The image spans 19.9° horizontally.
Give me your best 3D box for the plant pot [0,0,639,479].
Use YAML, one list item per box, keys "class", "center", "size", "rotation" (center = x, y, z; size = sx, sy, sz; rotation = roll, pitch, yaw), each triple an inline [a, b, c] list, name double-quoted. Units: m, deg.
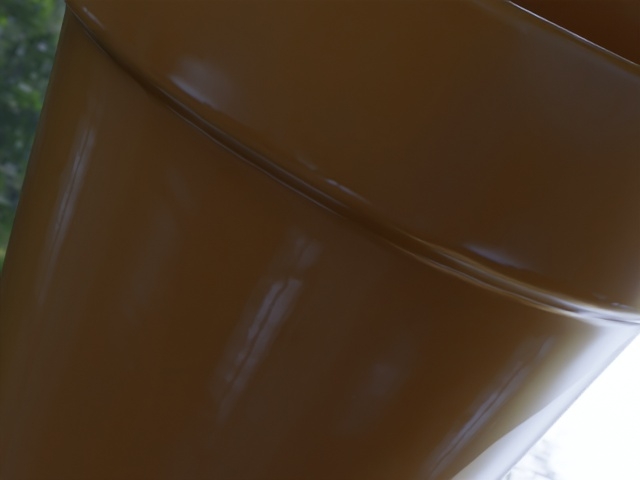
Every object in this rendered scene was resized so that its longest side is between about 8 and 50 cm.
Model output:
- class: "plant pot"
  center: [0.000, 0.000, 0.501]
  size: [0.205, 0.205, 0.188]
  rotation: [46, -66, 47]
